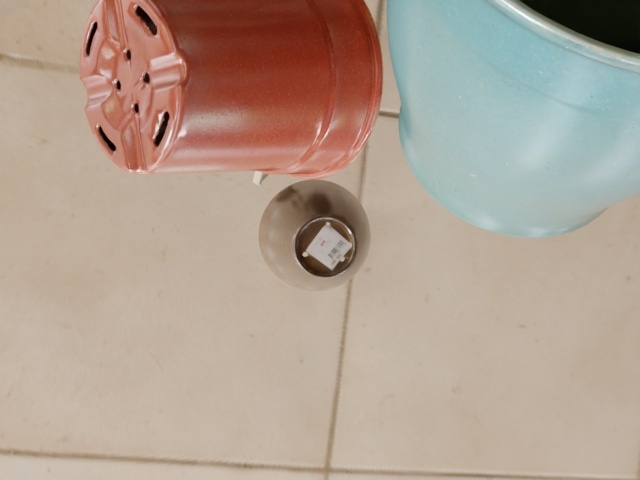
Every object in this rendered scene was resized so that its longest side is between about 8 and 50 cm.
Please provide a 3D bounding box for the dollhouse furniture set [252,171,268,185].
[{"bbox_3d":[-0.109,-0.179,1.680,0.059,0.151,0.076,38,59,8],"label":"dollhouse furniture set"}]

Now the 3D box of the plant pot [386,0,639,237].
[{"bbox_3d":[0.164,-0.138,0.568,0.272,0.255,0.271,3,62,-5],"label":"plant pot"}]

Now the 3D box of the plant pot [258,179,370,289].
[{"bbox_3d":[0.000,0.000,1.544,0.216,0.230,0.215,-1,95,-6],"label":"plant pot"}]

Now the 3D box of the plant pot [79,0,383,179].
[{"bbox_3d":[-0.114,-0.190,1.005,0.265,0.272,0.272,-13,99,-43],"label":"plant pot"}]
